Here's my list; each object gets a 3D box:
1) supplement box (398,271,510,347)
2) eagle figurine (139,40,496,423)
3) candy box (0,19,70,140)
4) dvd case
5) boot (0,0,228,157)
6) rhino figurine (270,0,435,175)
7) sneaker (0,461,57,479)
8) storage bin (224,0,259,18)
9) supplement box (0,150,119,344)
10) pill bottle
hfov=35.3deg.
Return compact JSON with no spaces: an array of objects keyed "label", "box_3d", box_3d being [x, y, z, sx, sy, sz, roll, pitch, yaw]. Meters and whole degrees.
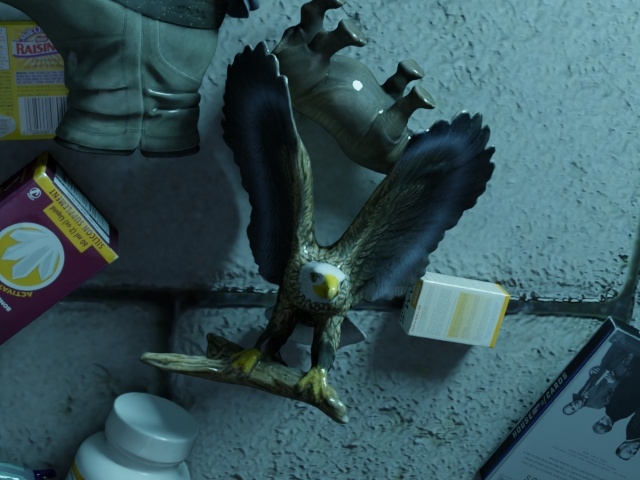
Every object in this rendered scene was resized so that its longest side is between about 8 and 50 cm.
[{"label":"supplement box","box_3d":[0.137,0.071,1.038,0.099,0.036,0.062,11,106,-16]},{"label":"eagle figurine","box_3d":[0.005,0.002,0.894,0.226,0.225,0.298,14,94,-39]},{"label":"candy box","box_3d":[-0.295,-0.139,0.879,0.206,0.027,0.105,-3,106,-12]},{"label":"dvd case","box_3d":[0.313,0.209,1.102,0.179,0.029,0.238,26,115,-19]},{"label":"boot","box_3d":[-0.201,-0.149,0.840,0.247,0.083,0.161,8,109,-26]},{"label":"rhino figurine","box_3d":[0.053,-0.117,0.934,0.243,0.073,0.106,39,120,-22]},{"label":"sneaker","box_3d":[-0.332,0.324,1.002,0.098,0.083,0.223,13,105,-21]},{"label":"storage bin","box_3d":[-0.066,-0.271,0.853,0.091,0.098,0.135,-36,112,-10]},{"label":"supplement box","box_3d":[-0.288,0.021,0.906,0.188,0.081,0.104,-37,112,2]},{"label":"pill bottle","box_3d":[-0.198,0.260,0.988,0.118,0.117,0.208,19,103,-18]}]
